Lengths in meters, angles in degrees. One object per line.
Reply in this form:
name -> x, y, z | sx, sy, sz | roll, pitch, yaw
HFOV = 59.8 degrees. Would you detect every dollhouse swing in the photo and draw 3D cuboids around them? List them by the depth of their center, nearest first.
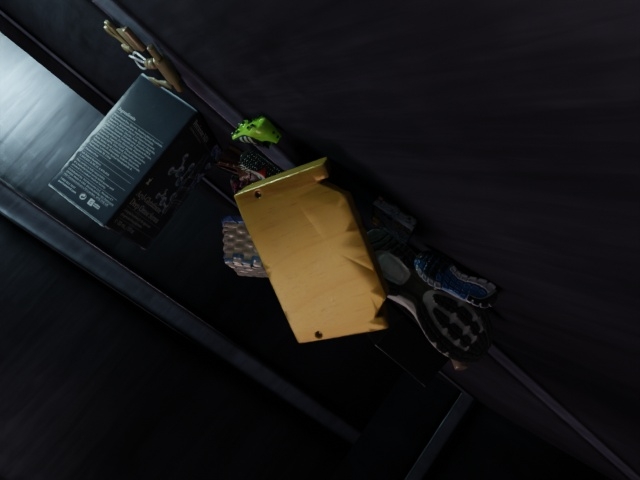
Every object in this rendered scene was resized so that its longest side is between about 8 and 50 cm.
dollhouse swing -> 0.019, -0.007, 1.235 | 0.315, 0.305, 0.347 | -16, 103, 31

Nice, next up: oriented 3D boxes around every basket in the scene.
basket -> -0.195, -0.037, 1.739 | 0.201, 0.289, 0.255 | 1, 166, 7

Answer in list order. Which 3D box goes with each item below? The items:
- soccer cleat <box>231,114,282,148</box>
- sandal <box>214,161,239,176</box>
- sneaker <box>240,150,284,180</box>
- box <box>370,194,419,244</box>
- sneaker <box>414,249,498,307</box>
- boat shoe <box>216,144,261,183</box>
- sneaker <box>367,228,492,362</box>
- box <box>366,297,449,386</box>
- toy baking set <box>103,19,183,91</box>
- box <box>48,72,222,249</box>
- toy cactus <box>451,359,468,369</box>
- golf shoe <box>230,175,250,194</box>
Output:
soccer cleat -> -0.142, -0.228, 1.208 | 0.072, 0.060, 0.179 | 39, 168, -25
sandal -> -0.273, -0.232, 1.780 | 0.179, 0.040, 0.067 | 21, 175, 6
sneaker -> -0.140, -0.183, 1.482 | 0.161, 0.057, 0.075 | 37, -172, -8
box -> 0.150, -0.040, 1.147 | 0.094, 0.027, 0.137 | 34, 171, 9
sneaker -> 0.284, 0.090, 1.183 | 0.190, 0.071, 0.083 | 33, 176, 22
boat shoe -> -0.204, -0.194, 1.572 | 0.207, 0.073, 0.073 | 30, 166, 28
sneaker -> 0.247, 0.126, 1.354 | 0.410, 0.158, 0.182 | 44, -179, -1
box -> 0.198, 0.238, 1.458 | 0.184, 0.103, 0.261 | 39, -177, -18
toy baking set -> -0.405, -0.426, 1.305 | 0.196, 0.030, 0.256 | 36, 171, 23
box -> -0.509, -0.211, 1.598 | 0.212, 0.396, 0.293 | 34, 172, 10
toy cactus -> 0.349, 0.256, 1.494 | 0.112, 0.181, 0.219 | -18, 150, 21
golf shoe -> -0.233, -0.164, 1.907 | 0.186, 0.067, 0.086 | 43, -164, -39
